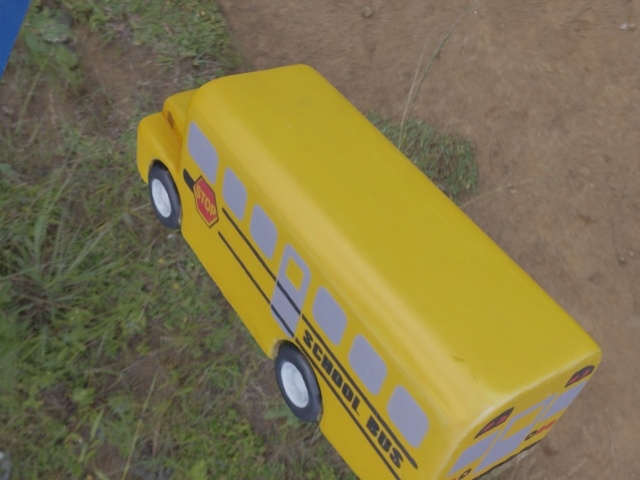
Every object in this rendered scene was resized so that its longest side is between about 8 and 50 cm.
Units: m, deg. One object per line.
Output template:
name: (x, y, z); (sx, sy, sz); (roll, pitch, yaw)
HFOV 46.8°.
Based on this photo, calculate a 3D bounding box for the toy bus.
toy bus: (0.000, 0.000, 0.462); (0.332, 0.108, 0.130); (50, 143, 32)

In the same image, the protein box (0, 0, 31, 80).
protein box: (-0.381, -0.191, 0.646); (0.200, 0.201, 0.136); (25, 128, -28)
